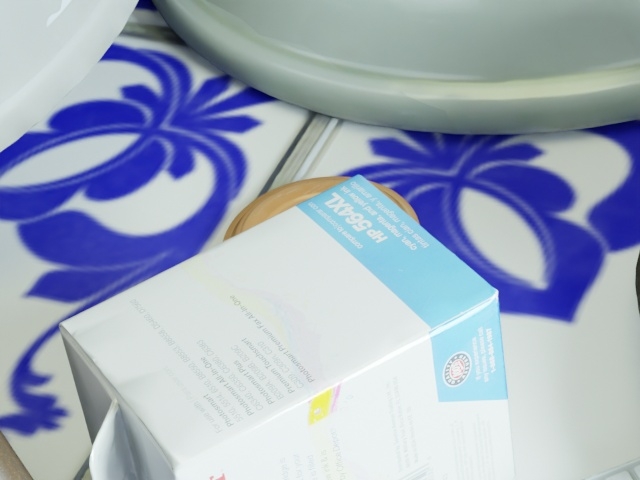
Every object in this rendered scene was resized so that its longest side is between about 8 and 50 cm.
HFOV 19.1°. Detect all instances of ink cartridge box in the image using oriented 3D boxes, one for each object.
[{"bbox_3d":[-0.018,0.060,0.655,0.143,0.092,0.090,-26,43,-19],"label":"ink cartridge box"}]

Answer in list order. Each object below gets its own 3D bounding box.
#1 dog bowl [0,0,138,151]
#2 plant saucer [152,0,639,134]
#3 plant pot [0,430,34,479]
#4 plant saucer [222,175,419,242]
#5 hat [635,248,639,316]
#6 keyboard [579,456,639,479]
[{"bbox_3d":[-0.249,-0.145,0.845,0.348,0.102,0.349,-10,46,11],"label":"dog bowl"},{"bbox_3d":[0.099,-0.209,0.944,0.400,0.100,0.400,-5,41,5],"label":"plant saucer"},{"bbox_3d":[-0.162,0.095,0.603,0.167,0.167,0.165,-31,53,-24],"label":"plant pot"},{"bbox_3d":[0.000,0.000,0.783,0.083,0.013,0.083,-6,40,5],"label":"plant saucer"},{"bbox_3d":[0.237,-0.053,0.642,0.331,0.134,0.331,-20,29,11],"label":"hat"},{"bbox_3d":[0.153,0.153,0.576,0.072,0.014,0.256,-16,40,-9],"label":"keyboard"}]
